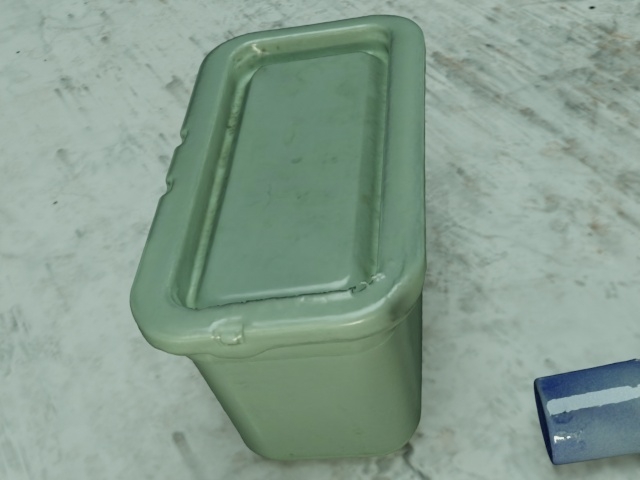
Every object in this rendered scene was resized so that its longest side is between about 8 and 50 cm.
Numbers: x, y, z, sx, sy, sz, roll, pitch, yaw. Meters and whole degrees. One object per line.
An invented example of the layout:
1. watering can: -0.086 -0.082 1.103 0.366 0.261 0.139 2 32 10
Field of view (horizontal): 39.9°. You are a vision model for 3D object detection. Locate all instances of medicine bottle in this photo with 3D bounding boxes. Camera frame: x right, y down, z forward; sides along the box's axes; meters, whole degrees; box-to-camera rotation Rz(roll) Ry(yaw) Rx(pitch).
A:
1. medicine bottle: 0.253 0.093 0.545 0.231 0.059 0.059 -11 43 7

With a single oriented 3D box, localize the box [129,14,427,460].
1. box: 0.000 0.000 0.634 0.175 0.182 0.311 -6 43 12
